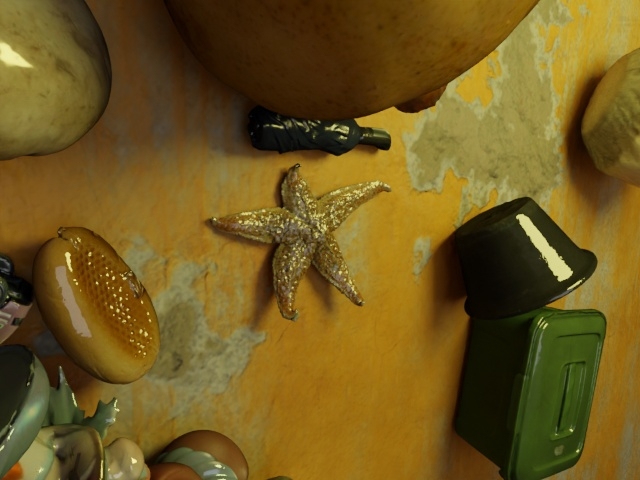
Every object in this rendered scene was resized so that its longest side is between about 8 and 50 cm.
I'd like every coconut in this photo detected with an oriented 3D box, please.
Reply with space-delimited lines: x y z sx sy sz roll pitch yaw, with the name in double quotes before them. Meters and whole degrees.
"coconut" 0.718 -0.242 0.955 0.328 0.328 0.330 -7 103 -32

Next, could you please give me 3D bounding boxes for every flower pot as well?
"flower pot" 0.331 0.018 0.841 0.235 0.235 0.148 -32 95 -24

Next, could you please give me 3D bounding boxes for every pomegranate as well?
"pomegranate" 0.038 -0.309 0.477 0.416 0.416 0.418 -7 103 -32

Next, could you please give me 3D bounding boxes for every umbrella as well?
"umbrella" 0.009 -0.155 0.671 0.248 0.070 0.071 -8 104 -36

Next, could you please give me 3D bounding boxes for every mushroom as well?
"mushroom" -0.305 -0.166 0.386 0.254 0.184 0.255 15 59 -27

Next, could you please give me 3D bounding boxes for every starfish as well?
"starfish" -0.003 0.001 0.700 0.294 0.048 0.232 -18 99 -31

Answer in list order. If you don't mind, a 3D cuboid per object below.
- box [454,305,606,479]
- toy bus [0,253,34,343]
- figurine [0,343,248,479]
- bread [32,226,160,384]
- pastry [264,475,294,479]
"box" 0.407 0.281 0.948 0.252 0.177 0.329 5 95 -35
"toy bus" -0.380 0.043 0.432 0.198 0.096 0.108 33 85 -31
"figurine" -0.232 0.284 0.469 0.276 0.248 0.388 -43 125 -15
"bread" -0.246 0.074 0.525 0.190 0.077 0.114 65 31 -21
"pastry" -0.078 0.461 0.598 0.136 0.329 0.330 24 86 -24
